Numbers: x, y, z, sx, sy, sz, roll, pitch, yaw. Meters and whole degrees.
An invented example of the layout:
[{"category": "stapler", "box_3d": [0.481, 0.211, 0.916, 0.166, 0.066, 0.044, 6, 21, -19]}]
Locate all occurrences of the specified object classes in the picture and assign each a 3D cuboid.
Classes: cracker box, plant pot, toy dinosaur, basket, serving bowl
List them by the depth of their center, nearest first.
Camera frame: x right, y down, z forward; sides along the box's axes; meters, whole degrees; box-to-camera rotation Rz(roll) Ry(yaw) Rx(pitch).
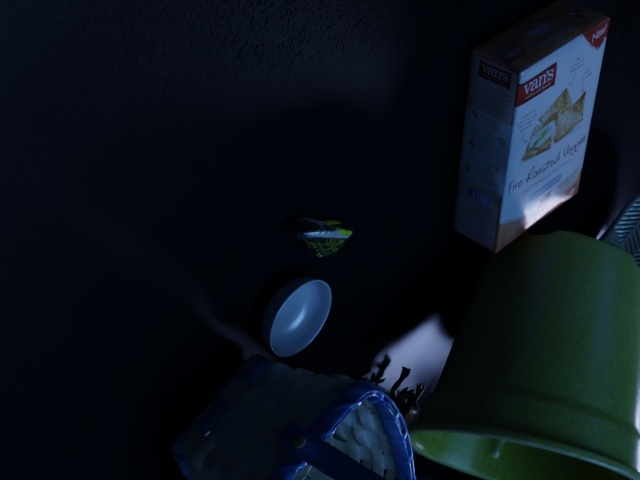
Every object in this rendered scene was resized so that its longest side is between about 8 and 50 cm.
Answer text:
[{"category": "basket", "box_3d": [0.021, 0.244, 1.186, 0.201, 0.289, 0.254, -45, 147, -19]}, {"category": "serving bowl", "box_3d": [-0.027, 0.068, 1.217, 0.083, 0.027, 0.083, -34, 142, -33]}, {"category": "cracker box", "box_3d": [0.220, -0.120, 1.354, 0.156, 0.067, 0.232, -33, 140, -34]}, {"category": "plant pot", "box_3d": [0.252, 0.133, 1.435, 0.276, 0.276, 0.253, 44, 56, -58]}, {"category": "toy dinosaur", "box_3d": [0.069, 0.198, 1.436, 0.183, 0.053, 0.092, -17, 131, -46]}]

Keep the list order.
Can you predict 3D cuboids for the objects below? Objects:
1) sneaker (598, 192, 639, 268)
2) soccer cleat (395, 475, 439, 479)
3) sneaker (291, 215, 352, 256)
[{"category": "sneaker", "box_3d": [0.352, 0.086, 1.662, 0.350, 0.131, 0.148, -36, 155, -21]}, {"category": "soccer cleat", "box_3d": [0.093, 0.422, 1.612, 0.121, 0.093, 0.289, -5, 120, -35]}, {"category": "sneaker", "box_3d": [0.000, 0.000, 1.192, 0.083, 0.031, 0.035, 3, 115, -54]}]
